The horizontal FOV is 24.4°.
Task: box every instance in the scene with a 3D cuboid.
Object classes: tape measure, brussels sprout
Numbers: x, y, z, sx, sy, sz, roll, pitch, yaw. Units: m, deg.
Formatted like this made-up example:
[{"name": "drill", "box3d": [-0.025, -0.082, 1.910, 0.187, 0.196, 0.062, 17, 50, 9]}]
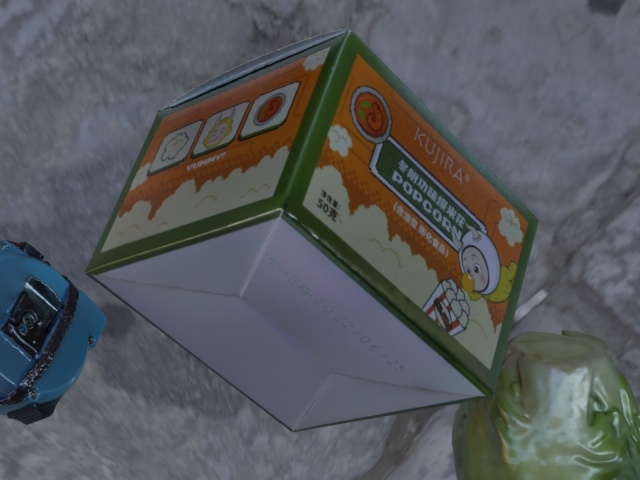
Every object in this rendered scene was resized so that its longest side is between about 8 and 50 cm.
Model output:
[{"name": "tape measure", "box3d": [-0.250, 0.073, 1.196, 0.125, 0.081, 0.146, 46, 43, -25]}, {"name": "brussels sprout", "box3d": [0.165, 0.155, 1.059, 0.144, 0.161, 0.180, -1, 94, 13]}]

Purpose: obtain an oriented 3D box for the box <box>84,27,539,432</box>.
[{"name": "box", "box3d": [0.000, 0.000, 0.910, 0.195, 0.177, 0.148, 42, 51, -29]}]
